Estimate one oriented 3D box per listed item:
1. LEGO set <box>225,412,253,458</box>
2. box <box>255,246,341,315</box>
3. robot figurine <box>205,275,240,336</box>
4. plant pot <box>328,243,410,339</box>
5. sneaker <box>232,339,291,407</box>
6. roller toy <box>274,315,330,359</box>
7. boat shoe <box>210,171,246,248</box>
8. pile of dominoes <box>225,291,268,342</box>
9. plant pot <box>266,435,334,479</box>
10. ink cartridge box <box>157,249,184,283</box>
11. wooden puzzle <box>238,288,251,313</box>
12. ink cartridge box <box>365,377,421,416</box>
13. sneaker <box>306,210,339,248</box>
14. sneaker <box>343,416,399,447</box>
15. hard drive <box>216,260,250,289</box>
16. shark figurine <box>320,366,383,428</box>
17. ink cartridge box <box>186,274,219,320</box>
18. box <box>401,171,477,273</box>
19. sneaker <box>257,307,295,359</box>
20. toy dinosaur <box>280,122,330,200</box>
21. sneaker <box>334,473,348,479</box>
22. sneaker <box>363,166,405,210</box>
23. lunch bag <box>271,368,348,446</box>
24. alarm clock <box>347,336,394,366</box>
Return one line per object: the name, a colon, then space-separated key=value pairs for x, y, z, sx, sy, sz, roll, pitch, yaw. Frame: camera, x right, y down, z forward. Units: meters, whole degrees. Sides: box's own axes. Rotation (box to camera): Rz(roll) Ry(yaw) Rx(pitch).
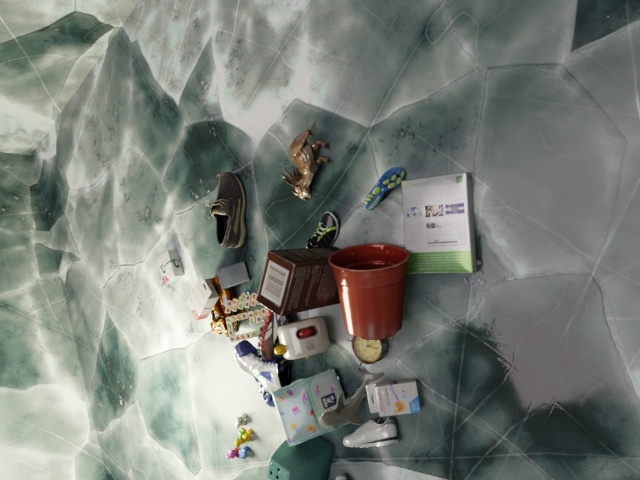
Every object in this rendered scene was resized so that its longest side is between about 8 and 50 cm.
LEGO set: x=-0.376 y=0.927 z=2.124 sx=0.087 sy=0.093 sz=0.227 roll=19 pitch=103 yaw=35
box: x=-0.036 y=0.133 z=1.657 sx=0.143 sy=0.381 sz=0.191 roll=25 pitch=106 yaw=36
robot figurine: x=-0.471 y=0.312 z=2.177 sx=0.211 sy=0.085 sz=0.291 roll=-18 pitch=81 yaw=41
plant pot: x=0.173 y=0.176 z=1.578 sx=0.272 sy=0.272 sz=0.265 roll=7 pitch=111 yaw=37
sneaker: x=-0.220 y=0.534 z=1.985 sx=0.315 sy=0.127 sz=0.182 roll=49 pitch=115 yaw=17
roller toy: x=-0.063 y=0.384 z=1.802 sx=0.191 sy=0.209 sz=0.146 roll=-18 pitch=82 yaw=30
boat shoe: x=-0.420 y=-0.139 z=2.095 sx=0.132 sy=0.130 sz=0.355 roll=-11 pitch=85 yaw=37
pile of dominoes: x=-0.318 y=0.335 z=2.044 sx=0.251 sy=0.040 sz=0.196 roll=-16 pitch=83 yaw=17
plant pot: x=-0.090 y=0.879 z=1.817 sx=0.165 sy=0.234 sz=0.166 roll=17 pitch=101 yaw=35
ink cartridge box: x=-0.787 y=0.136 z=2.426 sx=0.109 sy=0.063 sz=0.150 roll=-30 pitch=74 yaw=34
wooden puzzle: x=-0.344 y=0.282 z=2.127 sx=0.078 sy=0.014 sz=0.116 roll=48 pitch=118 yaw=21
ink cartridge box: x=0.251 y=0.548 z=1.610 sx=0.181 sy=0.061 sz=0.104 roll=-11 pitch=84 yaw=11
sneaker: x=0.000 y=0.000 z=1.802 sx=0.084 sy=0.097 sz=0.235 roll=27 pitch=107 yaw=33
sneaker: x=0.182 y=0.712 z=1.710 sx=0.235 sy=0.090 sz=0.095 roll=-23 pitch=65 yaw=32
hard drive: x=-0.397 y=0.159 z=2.111 sx=0.135 sy=0.022 sz=0.094 roll=-18 pitch=78 yaw=-1
shark figurine: x=0.128 y=0.606 z=1.682 sx=0.116 sy=0.278 sz=0.166 roll=22 pitch=137 yaw=40
ink cartridge box: x=-0.537 y=0.260 z=2.132 sx=0.115 sy=0.067 sz=0.198 roll=52 pitch=125 yaw=27
box: x=0.389 y=-0.051 z=1.533 sx=0.232 sy=0.058 sz=0.322 roll=-3 pitch=89 yaw=37
sneaker: x=-0.179 y=0.363 z=1.922 sx=0.135 sy=0.097 sz=0.276 roll=10 pitch=77 yaw=6
toy dinosaur: x=-0.075 y=-0.322 z=1.839 sx=0.200 sy=0.127 sz=0.296 roll=-15 pitch=77 yaw=44
sneaker: x=0.030 y=1.032 z=1.828 sx=0.296 sy=0.112 sz=0.131 roll=-46 pitch=52 yaw=24
sneaker: x=0.221 y=-0.188 z=1.644 sx=0.067 sy=0.078 sz=0.188 roll=41 pitch=103 yaw=-3
lunch bag: x=-0.027 y=0.642 z=1.800 sx=0.262 sy=0.160 sz=0.223 roll=-22 pitch=75 yaw=8
alarm clock: x=0.195 y=0.375 z=1.689 sx=0.192 sy=0.064 sz=0.129 roll=-36 pitch=71 yaw=35
